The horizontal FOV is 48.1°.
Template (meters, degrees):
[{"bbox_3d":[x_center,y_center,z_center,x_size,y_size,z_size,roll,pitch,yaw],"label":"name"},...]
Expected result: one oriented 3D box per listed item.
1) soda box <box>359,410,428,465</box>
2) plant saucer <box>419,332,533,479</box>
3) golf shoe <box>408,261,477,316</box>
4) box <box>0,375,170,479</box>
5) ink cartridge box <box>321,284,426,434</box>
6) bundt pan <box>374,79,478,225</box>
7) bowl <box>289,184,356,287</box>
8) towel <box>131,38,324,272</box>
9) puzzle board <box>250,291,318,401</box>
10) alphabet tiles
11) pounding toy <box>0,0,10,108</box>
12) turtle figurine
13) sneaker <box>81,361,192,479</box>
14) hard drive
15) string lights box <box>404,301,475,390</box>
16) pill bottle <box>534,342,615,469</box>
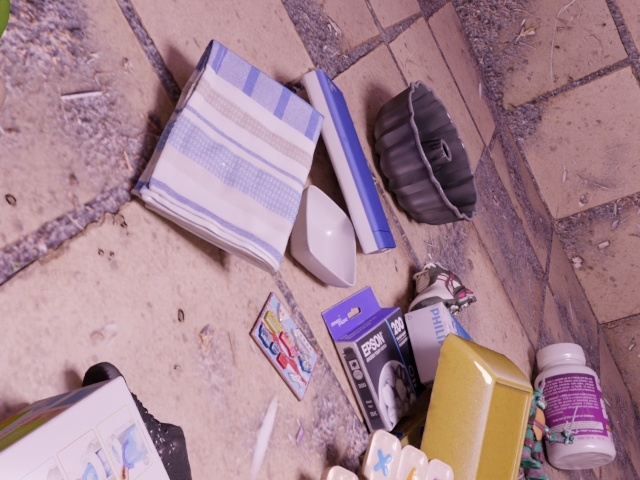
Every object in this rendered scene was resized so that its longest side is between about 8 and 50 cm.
[{"bbox_3d":[0.131,0.328,1.131,0.181,0.061,0.058,-13,83,-62],"label":"soda box"},{"bbox_3d":[0.265,0.342,1.186,0.333,0.081,0.333,27,74,-57],"label":"plant saucer"},{"bbox_3d":[0.218,0.109,1.428,0.120,0.105,0.273,57,20,13],"label":"golf shoe"},{"bbox_3d":[-0.228,0.197,0.526,0.203,0.114,0.103,-33,101,-62],"label":"box"},{"bbox_3d":[0.098,0.186,1.193,0.206,0.045,0.208,-22,89,-62],"label":"ink cartridge box"},{"bbox_3d":[0.224,-0.179,1.586,0.331,0.124,0.331,40,40,-44],"label":"bundt pan"},{"bbox_3d":[0.000,0.000,1.137,0.142,0.053,0.142,40,39,-42],"label":"bowl"},{"bbox_3d":[-0.104,-0.116,0.942,0.209,0.034,0.285,32,54,-22],"label":"towel"},{"bbox_3d":[-0.045,0.146,1.000,0.128,0.011,0.096,57,30,-21],"label":"puzzle board"},{"bbox_3d":[0.093,0.410,0.949,0.284,0.021,0.278,34,58,-29],"label":"alphabet tiles"},{"bbox_3d":[-0.339,-0.247,0.644,0.183,0.110,0.237,27,48,-52],"label":"pounding toy"},{"bbox_3d":[0.516,0.439,1.684,0.175,0.118,0.234,39,53,-20],"label":"turtle figurine"},{"bbox_3d":[-0.173,0.194,0.701,0.089,0.051,0.170,-13,88,-62],"label":"sneaker"},{"bbox_3d":[0.057,-0.132,1.290,0.210,0.040,0.319,2,69,-78],"label":"hard drive"},{"bbox_3d":[0.243,0.224,1.332,0.259,0.076,0.133,44,30,-55],"label":"string lights box"},{"bbox_3d":[0.658,0.431,1.884,0.169,0.169,0.301,39,40,-44],"label":"pill bottle"}]
